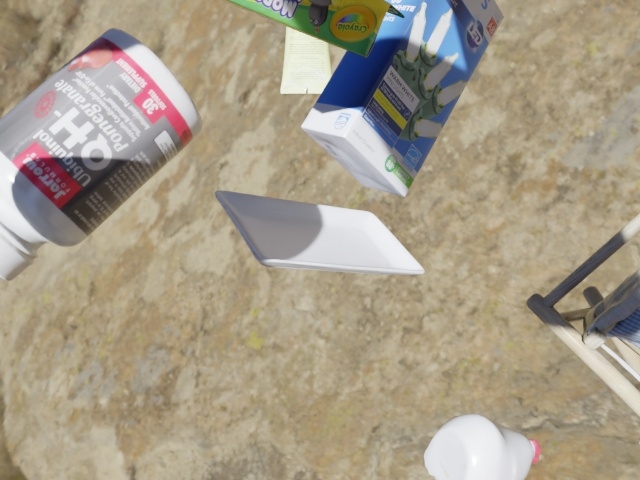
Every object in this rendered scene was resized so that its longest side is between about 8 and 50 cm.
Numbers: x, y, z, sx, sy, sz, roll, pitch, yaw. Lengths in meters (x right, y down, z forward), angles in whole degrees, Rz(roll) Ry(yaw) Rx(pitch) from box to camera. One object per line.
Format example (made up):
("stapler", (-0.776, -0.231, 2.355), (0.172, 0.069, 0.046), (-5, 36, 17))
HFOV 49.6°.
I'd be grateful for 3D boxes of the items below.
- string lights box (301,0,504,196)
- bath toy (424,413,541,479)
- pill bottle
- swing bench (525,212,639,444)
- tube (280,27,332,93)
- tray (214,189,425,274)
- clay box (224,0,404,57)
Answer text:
("string lights box", (0.100, -0.198, 0.805), (0.077, 0.133, 0.260), (22, 79, 45))
("bath toy", (0.216, 0.326, 0.659), (0.151, 0.129, 0.348), (-63, 35, 36))
("pill bottle", (-0.320, -0.104, 0.883), (0.318, 0.176, 0.176), (-46, 33, -13))
("swing bench", (0.392, 0.075, 0.658), (0.253, 0.165, 0.255), (-51, 58, 31))
("tube", (-0.024, -0.369, 1.167), (0.070, 0.062, 0.240), (7, 102, 39))
("tray", (0.000, 0.000, 0.897), (0.145, 0.270, 0.030), (53, 125, 41))
("clay box", (-0.045, -0.203, 0.539), (0.127, 0.222, 0.053), (38, 111, 38))
